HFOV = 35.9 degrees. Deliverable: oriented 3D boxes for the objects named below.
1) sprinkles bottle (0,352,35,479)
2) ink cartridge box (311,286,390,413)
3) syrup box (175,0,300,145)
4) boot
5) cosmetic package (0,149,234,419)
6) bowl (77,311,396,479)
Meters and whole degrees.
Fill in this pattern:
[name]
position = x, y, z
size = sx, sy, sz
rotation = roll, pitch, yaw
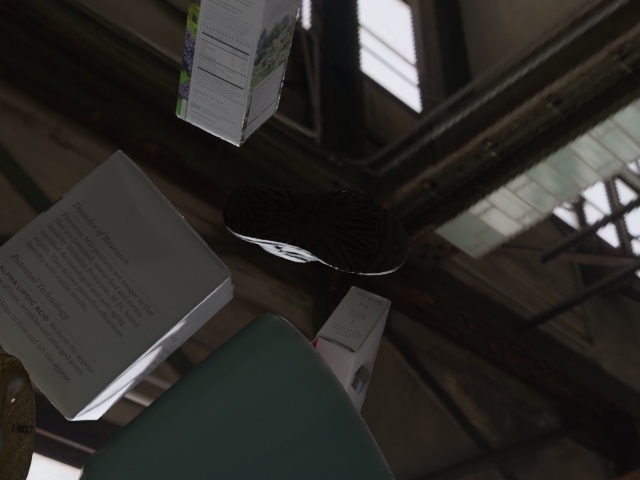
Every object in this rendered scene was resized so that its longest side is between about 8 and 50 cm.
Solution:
[sprinkles bottle]
position = -0.392, 0.137, 0.699
size = 0.121, 0.355, 0.121
rotation = 1, 90, -89
[ink cartridge box]
position = -0.007, 0.247, 1.338
size = 0.261, 0.066, 0.296
rotation = -47, 154, -54
[syrup box]
position = -0.092, -0.237, 1.134
size = 0.093, 0.096, 0.237
rotation = -50, 162, -44
[boot]
position = 0.002, -0.002, 0.983
size = 0.208, 0.189, 0.076
rotation = 59, 51, -76
[cosmetic package]
position = -0.193, 0.047, 0.892
size = 0.183, 0.151, 0.151
rotation = -42, 175, -11
[bowl]
position = -0.049, 0.215, 0.593
size = 0.163, 0.312, 0.311
rotation = -20, -153, -17
